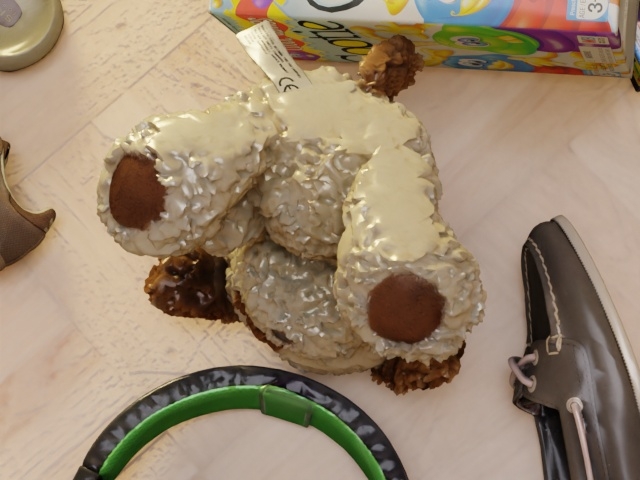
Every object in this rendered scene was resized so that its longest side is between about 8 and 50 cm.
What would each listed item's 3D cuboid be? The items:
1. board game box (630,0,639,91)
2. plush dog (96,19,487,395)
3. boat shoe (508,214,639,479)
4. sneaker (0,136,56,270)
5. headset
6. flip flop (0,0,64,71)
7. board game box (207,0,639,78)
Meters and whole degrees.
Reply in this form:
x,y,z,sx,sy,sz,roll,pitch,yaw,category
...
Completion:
x,y,z,sx,sy,sz,roll,pitch,yaw,category
0.262,-0.214,1.307,0.141,0.048,0.170,-21,79,-3,board game box
0.000,0.000,1.205,0.262,0.225,0.210,22,50,12,plush dog
0.177,0.151,1.217,0.095,0.112,0.335,-16,83,-4,boat shoe
-0.268,-0.064,1.311,0.071,0.066,0.188,-33,85,-20,sneaker
-0.077,0.264,1.173,0.243,0.185,0.394,16,70,6,headset
-0.309,-0.228,1.311,0.277,0.080,0.112,40,88,0,flip flop
0.079,-0.202,1.239,0.275,0.142,0.144,4,85,15,board game box
